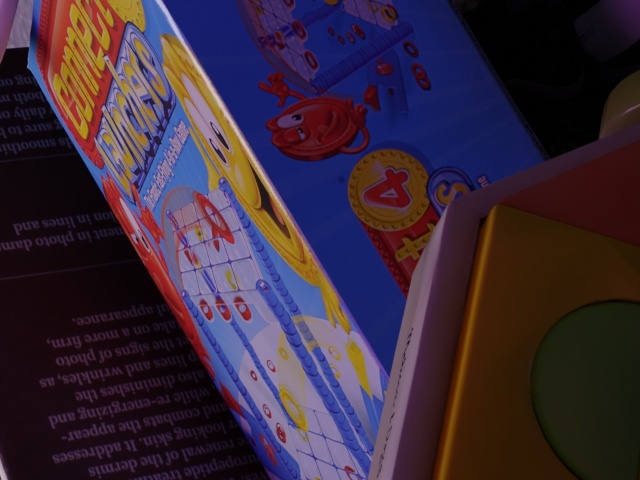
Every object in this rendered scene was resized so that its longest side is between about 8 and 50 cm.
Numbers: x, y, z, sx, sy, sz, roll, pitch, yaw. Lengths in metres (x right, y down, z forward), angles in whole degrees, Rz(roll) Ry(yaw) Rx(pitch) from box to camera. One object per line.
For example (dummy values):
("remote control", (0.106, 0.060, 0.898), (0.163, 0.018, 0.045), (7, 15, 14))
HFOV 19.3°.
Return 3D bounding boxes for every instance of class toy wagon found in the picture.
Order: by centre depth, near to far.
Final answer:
("toy wagon", (0.184, 0.089, 0.511), (0.344, 0.267, 0.068), (17, 143, -3))

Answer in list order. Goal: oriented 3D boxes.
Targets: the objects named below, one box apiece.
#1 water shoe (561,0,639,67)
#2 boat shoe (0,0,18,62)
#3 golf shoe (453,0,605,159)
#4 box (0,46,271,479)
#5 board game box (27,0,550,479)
("water shoe", (0.123, -0.128, 0.616), (0.080, 0.073, 0.203), (59, 152, 10))
("boat shoe", (-0.137, -0.203, 0.791), (0.099, 0.116, 0.319), (-109, 41, -61))
("golf shoe", (0.111, -0.002, 0.738), (0.273, 0.105, 0.120), (47, 157, 43))
("box", (-0.100, 0.088, 0.951), (0.143, 0.191, 0.381), (-56, 49, 49))
("board game box", (0.000, 0.000, 0.737), (0.302, 0.086, 0.308), (59, 166, 4))
